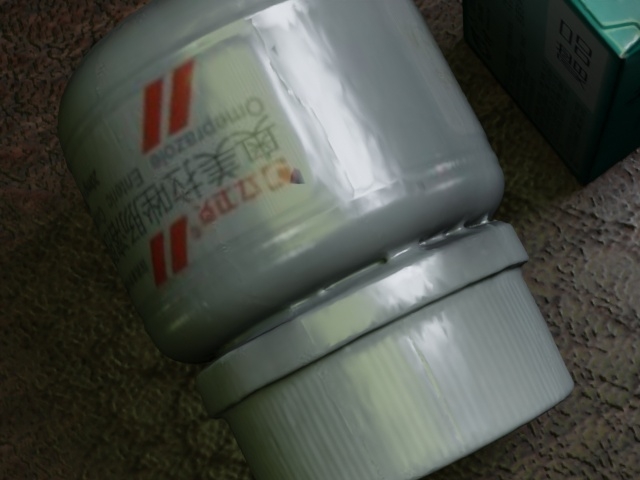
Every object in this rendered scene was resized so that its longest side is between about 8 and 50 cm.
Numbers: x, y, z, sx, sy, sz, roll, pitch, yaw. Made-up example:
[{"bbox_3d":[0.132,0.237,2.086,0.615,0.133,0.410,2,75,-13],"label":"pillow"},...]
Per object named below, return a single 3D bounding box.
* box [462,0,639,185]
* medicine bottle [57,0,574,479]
[{"bbox_3d":[0.166,-0.149,0.723,0.092,0.245,0.153,-36,75,-1],"label":"box"},{"bbox_3d":[0.000,0.000,0.717,0.245,0.245,0.306,-28,82,3],"label":"medicine bottle"}]
